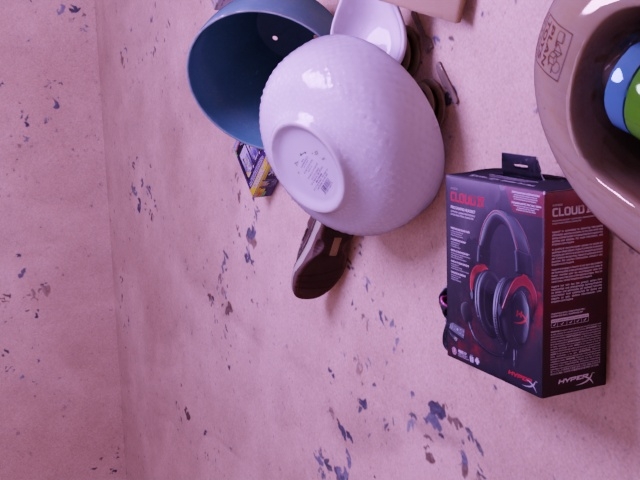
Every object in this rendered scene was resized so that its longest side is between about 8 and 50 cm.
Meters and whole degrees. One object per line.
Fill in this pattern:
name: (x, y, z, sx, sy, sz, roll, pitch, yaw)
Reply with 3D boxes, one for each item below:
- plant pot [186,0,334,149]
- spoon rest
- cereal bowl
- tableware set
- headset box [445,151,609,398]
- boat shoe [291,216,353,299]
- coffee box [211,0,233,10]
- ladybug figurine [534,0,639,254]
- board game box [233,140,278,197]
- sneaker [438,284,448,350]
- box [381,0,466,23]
plant pot: (-0.070, -0.331, 1.774, 0.290, 0.290, 0.195, 113, 176, -46)
spoon rest: (0.083, -0.382, 1.552, 0.137, 0.084, 0.277, 14, 101, 31)
cereal bowl: (0.023, -0.147, 1.586, 0.339, 0.141, 0.339, 30, 138, 31)
tableware set: (0.141, -0.254, 1.580, 0.128, 0.039, 0.194, -58, 47, 52)
headset box: (0.267, 0.031, 1.319, 0.218, 0.110, 0.293, 20, 115, 61)
boat shoe: (0.008, 0.001, 1.875, 0.095, 0.095, 0.257, -103, 29, -42)
coffee box: (-0.177, -0.641, 2.029, 0.168, 0.118, 0.297, -45, 57, 59)
ladybug figurine: (0.384, -0.130, 0.986, 0.449, 0.161, 0.305, 51, 139, 46)
board game box: (-0.122, -0.196, 2.112, 0.141, 0.048, 0.170, 67, 149, 25)
sneaker: (0.206, 0.098, 1.496, 0.072, 0.077, 0.178, 56, 144, 44)
box: (0.149, -0.433, 1.441, 0.164, 0.021, 0.201, 23, 119, 25)
